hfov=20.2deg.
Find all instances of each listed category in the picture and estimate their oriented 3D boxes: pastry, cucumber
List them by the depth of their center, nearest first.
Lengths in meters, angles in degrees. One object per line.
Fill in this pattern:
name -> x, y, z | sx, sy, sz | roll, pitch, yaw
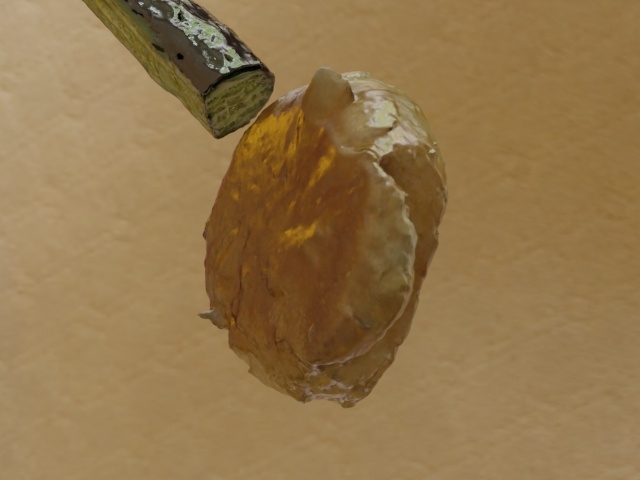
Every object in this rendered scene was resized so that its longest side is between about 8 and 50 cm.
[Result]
pastry -> 0.000, 0.000, 1.187 | 0.229, 0.100, 0.218 | -6, 75, 56
cucumber -> -0.120, -0.171, 1.338 | 0.062, 0.078, 0.211 | -35, 63, -14
